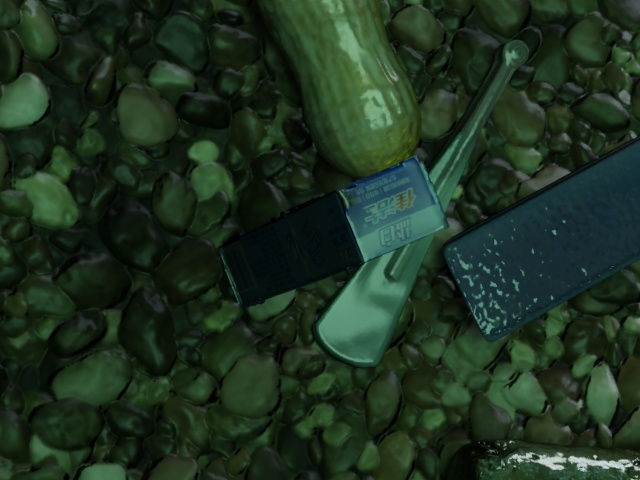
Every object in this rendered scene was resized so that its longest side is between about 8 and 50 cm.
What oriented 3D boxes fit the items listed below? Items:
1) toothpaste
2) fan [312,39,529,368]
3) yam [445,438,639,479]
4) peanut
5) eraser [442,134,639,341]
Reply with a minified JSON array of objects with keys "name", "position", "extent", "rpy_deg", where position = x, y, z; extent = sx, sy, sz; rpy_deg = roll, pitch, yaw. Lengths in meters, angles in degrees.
[{"name":"toothpaste","position":[0.000,0.000,1.250],"extent":[0.066,0.272,0.053],"rpy_deg":[-21,89,-19]},{"name":"fan","position":[0.078,-0.034,1.412],"extent":[0.057,0.023,0.282],"rpy_deg":[29,76,-4]},{"name":"yam","position":[0.184,0.186,1.395],"extent":[0.179,0.078,0.078],"rpy_deg":[6,83,-16]},{"name":"peanut","position":[0.010,-0.141,1.366],"extent":[0.087,0.087,0.206],"rpy_deg":[-22,92,-19]},{"name":"eraser","position":[0.193,-0.006,1.438],"extent":[0.225,0.036,0.082],"rpy_deg":[-28,94,-19]}]
